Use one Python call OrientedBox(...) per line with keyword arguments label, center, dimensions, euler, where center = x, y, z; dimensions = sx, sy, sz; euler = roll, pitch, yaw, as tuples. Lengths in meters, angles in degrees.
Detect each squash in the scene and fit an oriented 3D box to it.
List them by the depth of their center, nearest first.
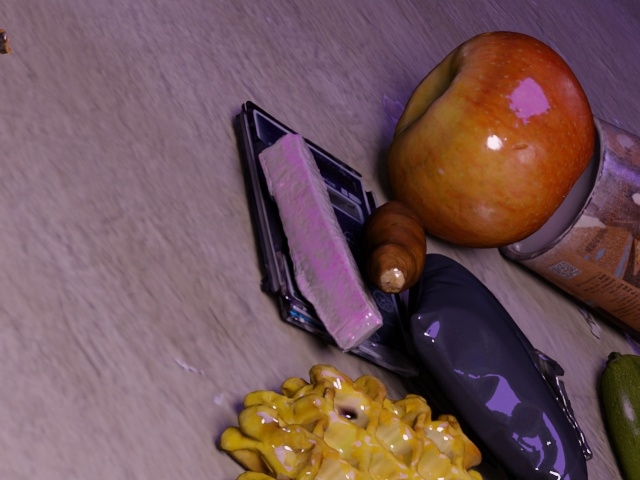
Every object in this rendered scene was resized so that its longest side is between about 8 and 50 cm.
OrientedBox(label="squash", center=(0.316, 0.199, 1.441), dimensions=(0.080, 0.071, 0.318), euler=(15, 34, -25))

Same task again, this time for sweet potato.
OrientedBox(label="sweet potato", center=(0.061, 0.008, 1.267), dimensions=(0.057, 0.057, 0.264), euler=(41, 11, -9))

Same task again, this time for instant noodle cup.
OrientedBox(label="instant noodle cup", center=(0.314, -0.017, 1.620), dimensions=(0.207, 0.217, 0.217), euler=(26, 31, -24))

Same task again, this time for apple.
OrientedBox(label="apple", center=(0.167, -0.090, 1.489), dimensions=(0.173, 0.210, 0.235), euler=(38, 45, -10))

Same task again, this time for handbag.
OrientedBox(label="handbag", center=(0.144, 0.114, 1.261), dimensions=(0.211, 0.089, 0.254), euler=(51, 9, -5))

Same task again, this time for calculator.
OrientedBox(label="calculator", center=(0.006, -0.002, 1.317), dimensions=(0.166, 0.028, 0.274), euler=(29, 29, -31))

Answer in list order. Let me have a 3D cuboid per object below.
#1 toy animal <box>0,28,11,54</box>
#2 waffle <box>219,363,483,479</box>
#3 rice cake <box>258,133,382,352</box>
OrientedBox(label="toy animal", center=(-0.283, -0.192, 1.107), dimensions=(0.116, 0.114, 0.255), euler=(-3, 29, 0))
OrientedBox(label="waffle", center=(0.061, 0.192, 1.065), dimensions=(0.293, 0.069, 0.259), euler=(16, 39, -49))
OrientedBox(label="rice cake", center=(0.000, 0.000, 1.216), dimensions=(0.036, 0.047, 0.206), euler=(25, 35, -46))
